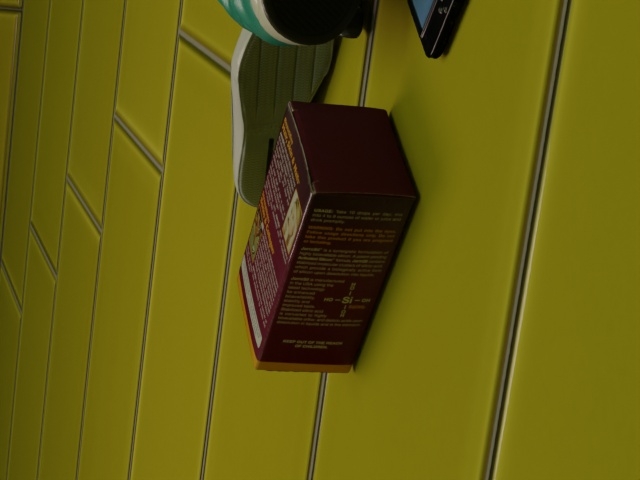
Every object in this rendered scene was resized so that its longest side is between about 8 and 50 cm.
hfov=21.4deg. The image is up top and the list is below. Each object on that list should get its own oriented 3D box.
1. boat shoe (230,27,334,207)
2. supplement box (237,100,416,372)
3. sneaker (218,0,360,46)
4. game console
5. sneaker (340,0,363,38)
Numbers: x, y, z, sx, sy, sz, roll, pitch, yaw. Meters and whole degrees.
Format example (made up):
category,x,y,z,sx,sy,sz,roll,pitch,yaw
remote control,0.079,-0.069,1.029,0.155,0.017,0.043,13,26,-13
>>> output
category,x,y,z,sx,sy,sz,roll,pitch,yaw
boat shoe,-0.046,-0.135,1.436,0.076,0.083,0.226,-110,28,-48
supplement box,0.000,0.000,1.278,0.104,0.081,0.188,-105,25,-44
sneaker,-0.016,-0.287,1.284,0.178,0.124,0.295,6,81,65
game console,0.054,-0.203,1.163,0.107,0.071,0.122,111,155,-43
sneaker,0.019,-0.197,1.331,0.035,0.031,0.083,119,149,-52
